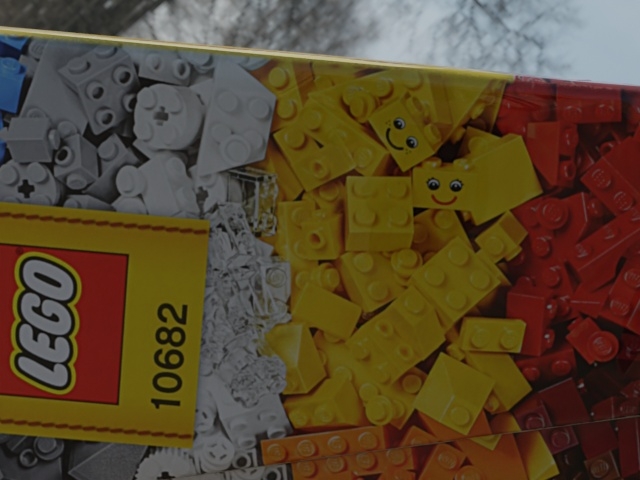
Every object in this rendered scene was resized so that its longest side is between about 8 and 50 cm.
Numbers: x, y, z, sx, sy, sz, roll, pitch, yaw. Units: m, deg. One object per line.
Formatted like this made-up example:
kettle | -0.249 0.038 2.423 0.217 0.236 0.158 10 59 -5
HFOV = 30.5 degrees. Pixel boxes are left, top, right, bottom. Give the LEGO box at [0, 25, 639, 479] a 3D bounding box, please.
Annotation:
LEGO box | 0.000 0.000 0.640 0.372 0.193 0.500 5 8 -1
